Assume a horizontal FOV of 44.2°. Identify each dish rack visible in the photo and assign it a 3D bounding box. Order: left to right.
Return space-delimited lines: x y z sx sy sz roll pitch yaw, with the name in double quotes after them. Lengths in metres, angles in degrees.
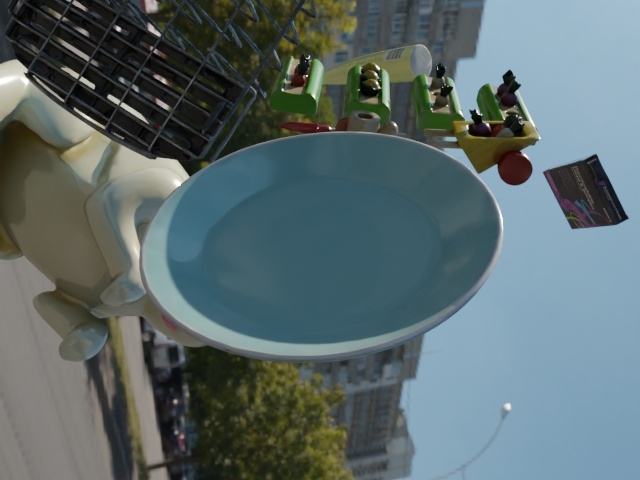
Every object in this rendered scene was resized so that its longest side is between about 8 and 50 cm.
-0.081 -0.190 0.549 0.271 0.208 0.074 -57 163 -1 "dish rack"

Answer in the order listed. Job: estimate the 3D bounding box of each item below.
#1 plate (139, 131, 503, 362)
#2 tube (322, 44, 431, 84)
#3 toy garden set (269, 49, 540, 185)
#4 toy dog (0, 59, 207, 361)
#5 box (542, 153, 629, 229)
0.000 0.000 0.415 0.188 0.188 0.024 -111 -168 -51 "plate"
0.088 -0.306 1.412 0.240 0.070 0.062 5 -101 44 "tube"
0.077 -0.126 0.710 0.204 0.244 0.049 -83 -179 -61 "toy garden set"
-0.243 -0.016 1.007 0.284 0.408 0.395 -53 -171 26 "toy dog"
0.432 -0.077 1.296 0.116 0.029 0.162 62 -8 -1 "box"
